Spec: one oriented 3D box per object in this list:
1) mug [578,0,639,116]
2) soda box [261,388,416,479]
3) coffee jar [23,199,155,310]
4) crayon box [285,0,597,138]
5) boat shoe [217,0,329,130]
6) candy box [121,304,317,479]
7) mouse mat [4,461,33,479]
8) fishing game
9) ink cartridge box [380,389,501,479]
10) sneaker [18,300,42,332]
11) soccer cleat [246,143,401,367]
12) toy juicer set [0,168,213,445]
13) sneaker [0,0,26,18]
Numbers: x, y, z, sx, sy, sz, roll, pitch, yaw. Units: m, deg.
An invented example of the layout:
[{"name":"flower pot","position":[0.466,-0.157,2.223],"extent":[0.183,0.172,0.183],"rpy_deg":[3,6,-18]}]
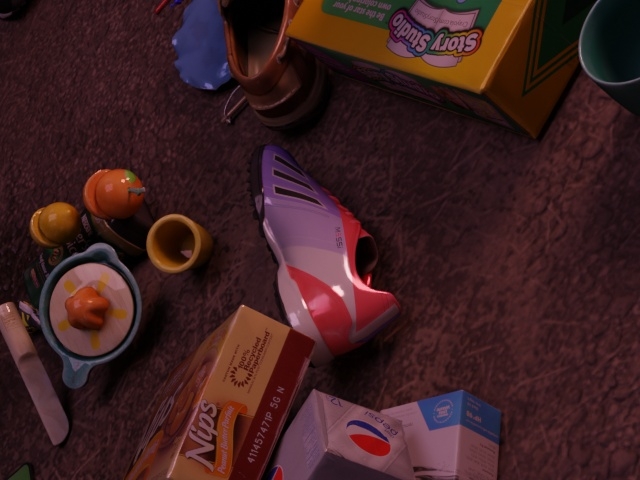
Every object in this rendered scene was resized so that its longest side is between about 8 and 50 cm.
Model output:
[{"name":"mug","position":[0.323,-0.168,1.565],"extent":[0.129,0.097,0.157],"rpy_deg":[-45,40,15]},{"name":"soda box","position":[-0.026,0.278,1.565],"extent":[0.286,0.098,0.091],"rpy_deg":[-58,23,26]},{"name":"coffee jar","position":[-0.284,0.014,2.123],"extent":[0.184,0.079,0.096],"rpy_deg":[-45,39,14]},{"name":"crayon box","position":[0.165,-0.300,1.830],"extent":[0.363,0.106,0.313],"rpy_deg":[26,85,53]},{"name":"boat shoe","position":[-0.062,-0.287,2.027],"extent":[0.123,0.120,0.324],"rpy_deg":[-24,54,20]},{"name":"candy box","position":[-0.115,0.194,1.678],"extent":[0.183,0.088,0.316],"rpy_deg":[-66,9,-22]},{"name":"mouse mat","position":[-0.404,0.373,2.060],"extent":[0.190,0.007,0.152],"rpy_deg":[-41,40,22]},{"name":"fishing game","position":[-0.112,-0.276,2.174],"extent":[0.189,0.041,0.264],"rpy_deg":[-48,46,12]},{"name":"ink cartridge box","position":[0.102,0.237,1.551],"extent":[0.104,0.060,0.180],"rpy_deg":[-20,51,39]},{"name":"sneaker","position":[-0.368,0.106,2.196],"extent":[0.083,0.031,0.035],"rpy_deg":[30,101,57]},{"name":"soccer cleat","position":[0.000,0.000,1.818],"extent":[0.116,0.108,0.318],"rpy_deg":[-23,41,6]},{"name":"toy juicer set","position":[-0.295,0.058,2.023],"extent":[0.209,0.089,0.329],"rpy_deg":[42,101,17]},{"name":"sneaker","position":[-0.541,-0.447,2.697],"extent":[0.107,0.124,0.283],"rpy_deg":[-51,38,9]}]
